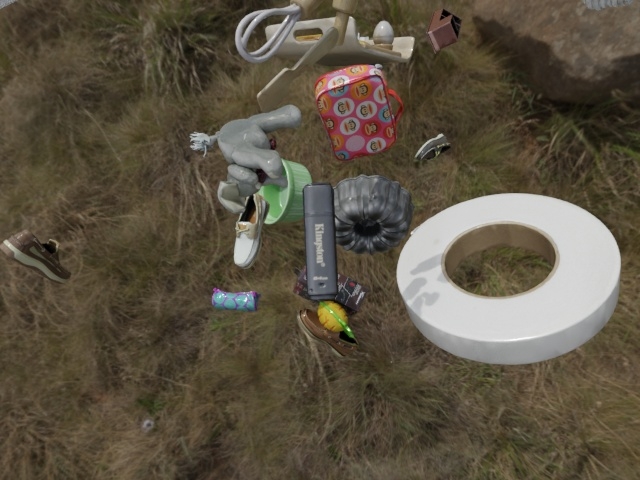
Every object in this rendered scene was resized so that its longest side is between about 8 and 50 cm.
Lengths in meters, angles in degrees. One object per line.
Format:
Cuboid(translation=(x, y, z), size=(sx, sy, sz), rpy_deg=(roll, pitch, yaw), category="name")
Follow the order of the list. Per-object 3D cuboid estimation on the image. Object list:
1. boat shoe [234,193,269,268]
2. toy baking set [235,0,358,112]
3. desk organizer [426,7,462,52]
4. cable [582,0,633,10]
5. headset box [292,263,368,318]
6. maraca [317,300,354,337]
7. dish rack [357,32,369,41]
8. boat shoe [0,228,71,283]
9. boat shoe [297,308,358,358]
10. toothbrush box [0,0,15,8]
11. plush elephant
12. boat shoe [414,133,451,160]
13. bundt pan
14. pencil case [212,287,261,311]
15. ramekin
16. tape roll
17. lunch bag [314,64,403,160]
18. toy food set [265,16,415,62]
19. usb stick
Cuboid(translation=(-0.288, -0.043, 1.739), size=(0.113, 0.103, 0.302), rpy_deg=(3, 70, 22), category="boat shoe")
Cuboid(translation=(-0.014, -0.274, 0.473), size=(0.030, 0.256, 0.196), rpy_deg=(32, 41, 24), category="toy baking set")
Cuboid(translation=(0.264, -0.453, 0.934), size=(0.050, 0.047, 0.130), rpy_deg=(-15, 36, 34), category="desk organizer")
Cuboid(translation=(0.480, -0.493, 0.672), size=(0.089, 0.257, 0.257), rpy_deg=(22, 99, 30), category="cable")
Cuboid(translation=(0.021, 0.194, 1.781), size=(0.293, 0.218, 0.110), rpy_deg=(28, 68, 2), category="headset box")
Cuboid(translation=(0.058, 0.296, 1.655), size=(0.099, 0.127, 0.185), rpy_deg=(-43, 51, -11), category="maraca")
Cuboid(translation=(0.172, -0.579, 1.686), size=(0.072, 0.333, 0.286), rpy_deg=(1, 53, 7), category="dish rack")
Cuboid(translation=(-0.773, 0.046, 1.251), size=(0.095, 0.257, 0.095), rpy_deg=(35, 73, 12), category="boat shoe")
Cuboid(translation=(0.035, 0.359, 1.793), size=(0.104, 0.307, 0.111), rpy_deg=(-33, 33, 24), category="boat shoe")
Cuboid(translation=(-0.541, -0.362, 0.595), size=(0.295, 0.126, 0.216), rpy_deg=(14, 53, 30), category="toothbrush box")
Cuboid(translation=(-0.211, -0.230, 1.371), size=(0.330, 0.255, 0.272), rpy_deg=(-1, 55, 12), category="plush elephant")
Cuboid(translation=(0.460, -0.368, 1.789), size=(0.069, 0.081, 0.227), rpy_deg=(46, 49, 10), category="boat shoe")
Cuboid(translation=(0.162, -0.066, 1.537), size=(0.330, 0.331, 0.124), rpy_deg=(-1, 48, 9), category="bundt pan")
Cuboid(translation=(-0.277, 0.194, 1.445), size=(0.151, 0.064, 0.070), rpy_deg=(1, 106, 11), category="pencil case")
Cuboid(translation=(-0.168, -0.222, 2.010), size=(0.303, 0.148, 0.303), rpy_deg=(-3, 86, 52), category="ramekin")
Cuboid(translation=(0.339, 0.053, 0.844), size=(0.392, 0.072, 0.392), rpy_deg=(-17, 36, 13), category="tape roll")
Cuboid(translation=(0.133, -0.408, 1.409), size=(0.258, 0.293, 0.120), rpy_deg=(-15, 48, 8), category="lunch bag")
Cuboid(translation=(0.054, -0.455, 0.997), size=(0.219, 0.306, 0.092), rpy_deg=(12, 109, 32), category="toy food set")
Cuboid(translation=(0.000, 0.000, 1.038), size=(0.077, 0.045, 0.278), rpy_deg=(-1, 82, -9), category="usb stick")
